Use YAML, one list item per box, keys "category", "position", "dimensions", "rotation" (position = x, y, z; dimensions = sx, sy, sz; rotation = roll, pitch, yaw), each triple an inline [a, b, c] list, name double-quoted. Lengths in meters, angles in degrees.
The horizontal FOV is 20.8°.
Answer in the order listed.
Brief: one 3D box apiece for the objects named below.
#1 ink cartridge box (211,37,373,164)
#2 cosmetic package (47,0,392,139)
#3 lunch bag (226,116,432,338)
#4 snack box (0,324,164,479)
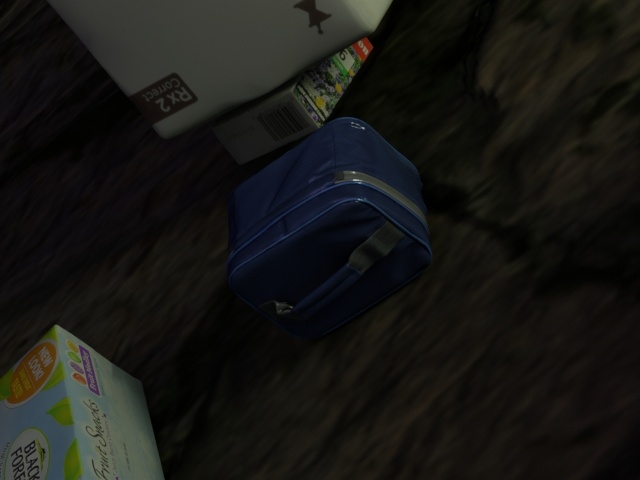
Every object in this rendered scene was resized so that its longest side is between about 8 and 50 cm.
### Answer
- category: "ink cartridge box"
  position: [-0.008, -0.093, 0.941]
  dimensions: [0.063, 0.029, 0.115]
  rotation: [-21, 26, 40]
- category: "cosmetic package"
  position: [-0.043, -0.181, 0.922]
  dimensions: [0.151, 0.151, 0.183]
  rotation: [-25, 24, 35]
- category: "lunch bag"
  position: [0.000, 0.000, 0.813]
  dimensions: [0.098, 0.067, 0.065]
  rotation: [-36, 36, 26]
- category: "snack box"
  position: [-0.167, 0.170, 0.858]
  dimensions: [0.207, 0.070, 0.174]
  rotation: [-42, 33, 13]
